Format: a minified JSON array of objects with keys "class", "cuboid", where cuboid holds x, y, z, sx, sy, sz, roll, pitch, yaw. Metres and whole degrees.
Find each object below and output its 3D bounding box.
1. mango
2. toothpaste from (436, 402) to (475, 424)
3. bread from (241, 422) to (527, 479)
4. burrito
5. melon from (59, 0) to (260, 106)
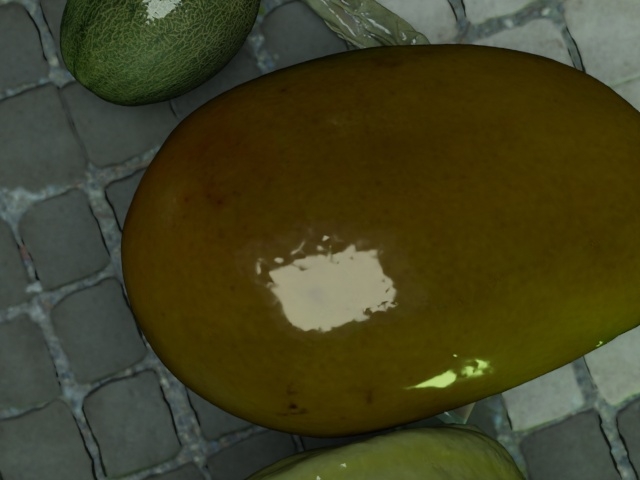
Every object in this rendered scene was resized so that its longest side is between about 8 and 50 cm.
[{"class":"mango","cuboid":[0.071,-0.008,1.414,0.445,0.232,0.300,-9,59,-6]},{"class":"toothpaste","cuboid":[0.141,0.062,1.553,0.067,0.043,0.194,32,96,-1]},{"class":"bread","cuboid":[0.029,0.277,1.423,0.320,0.320,0.237,-30,74,0]},{"class":"burrito","cuboid":[0.057,-0.166,1.551,0.185,0.041,0.045,35,81,-2]},{"class":"melon","cuboid":[-0.124,-0.192,1.503,0.192,0.139,0.139,-45,90,3]}]
